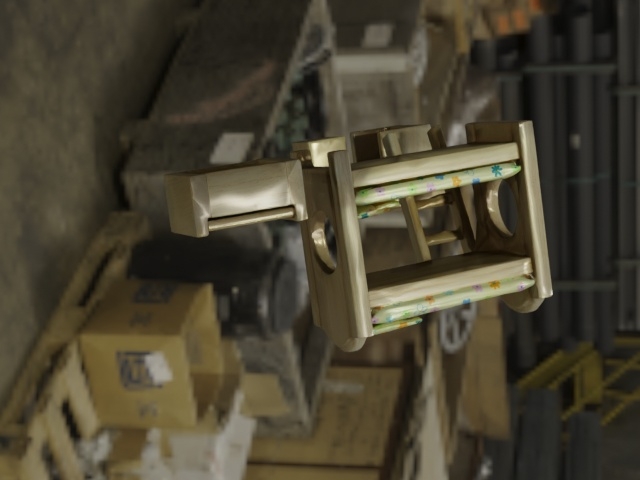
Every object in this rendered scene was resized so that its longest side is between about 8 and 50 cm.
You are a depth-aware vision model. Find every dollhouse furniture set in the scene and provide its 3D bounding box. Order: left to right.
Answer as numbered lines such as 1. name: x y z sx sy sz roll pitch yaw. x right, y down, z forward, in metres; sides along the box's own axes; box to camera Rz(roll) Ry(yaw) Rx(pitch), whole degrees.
1. dollhouse furniture set: 0.000 0.000 0.732 0.161 0.182 0.101 -171 -108 -67
